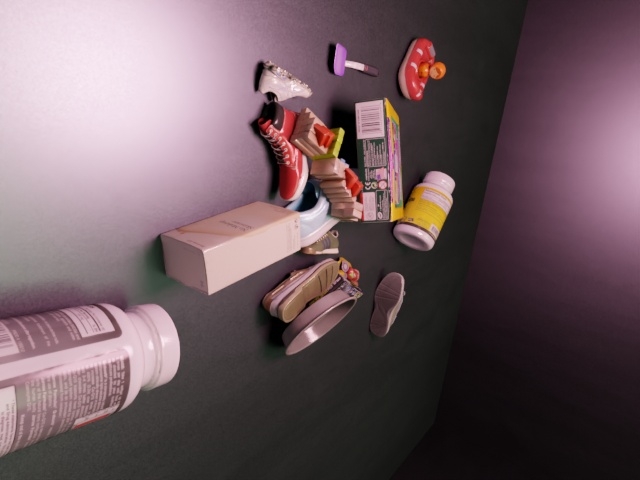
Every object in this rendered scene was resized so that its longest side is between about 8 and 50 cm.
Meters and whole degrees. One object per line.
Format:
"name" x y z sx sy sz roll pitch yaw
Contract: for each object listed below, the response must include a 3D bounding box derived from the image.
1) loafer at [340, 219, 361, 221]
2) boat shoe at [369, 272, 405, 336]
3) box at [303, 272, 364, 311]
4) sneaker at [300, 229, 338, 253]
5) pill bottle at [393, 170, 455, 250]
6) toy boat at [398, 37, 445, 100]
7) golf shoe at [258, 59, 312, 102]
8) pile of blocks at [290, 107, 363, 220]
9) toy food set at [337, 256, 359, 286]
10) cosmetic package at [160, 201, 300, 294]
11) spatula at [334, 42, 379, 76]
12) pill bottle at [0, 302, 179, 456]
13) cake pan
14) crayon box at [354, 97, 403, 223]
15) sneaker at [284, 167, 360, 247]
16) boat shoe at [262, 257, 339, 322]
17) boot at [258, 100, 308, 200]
"loafer" 0.121 -0.113 1.514 0.251 0.088 0.094 -12 115 -52
"boat shoe" 0.313 0.288 1.956 0.103 0.118 0.320 -19 124 -57
"box" 0.049 0.218 1.539 0.184 0.045 0.191 -45 145 4
"sneaker" 0.000 0.000 1.424 0.192 0.064 0.086 1 97 -55
"pill bottle" 0.476 -0.137 1.920 0.333 0.188 0.188 -61 145 -16
"toy boat" 0.396 -0.640 1.607 0.151 0.151 0.231 35 76 -55
"golf shoe" -0.096 -0.397 1.116 0.176 0.069 0.086 8 119 -53
"pile of blocks" 0.058 -0.204 1.189 0.149 0.113 0.362 -55 131 -33
"toy food set" 0.103 0.146 1.623 0.218 0.071 0.128 35 76 -55
"cosmetic package" -0.206 0.005 1.043 0.309 0.160 0.113 -27 125 -48
"spatula" 0.119 -0.555 1.361 0.297 0.030 0.084 -14 117 -52
"pill bottle" -0.450 0.225 0.748 0.363 0.210 0.210 -4 108 -54
"cake pan" -0.010 0.263 1.394 0.293 0.054 0.293 -35 161 -14
"crayon box" 0.199 -0.245 1.397 0.313 0.106 0.362 -18 105 -73
"sneaker" 0.019 -0.140 1.317 0.366 0.135 0.150 -49 143 -31
"boat shoe" -0.057 0.137 1.360 0.302 0.103 0.113 -34 134 -43
"boot" -0.110 -0.234 1.138 0.176 0.089 0.244 5 93 -55
